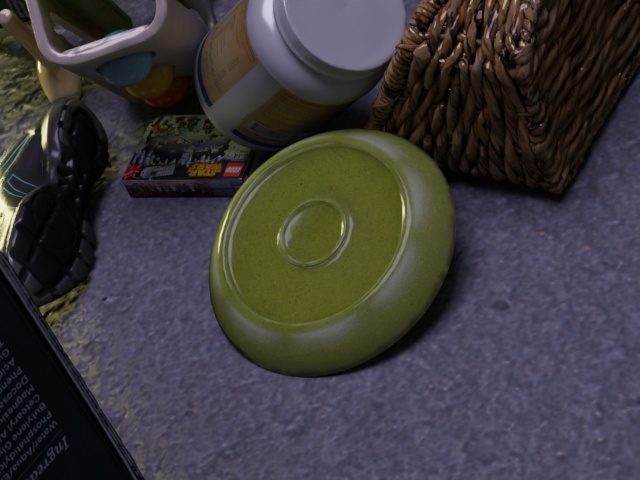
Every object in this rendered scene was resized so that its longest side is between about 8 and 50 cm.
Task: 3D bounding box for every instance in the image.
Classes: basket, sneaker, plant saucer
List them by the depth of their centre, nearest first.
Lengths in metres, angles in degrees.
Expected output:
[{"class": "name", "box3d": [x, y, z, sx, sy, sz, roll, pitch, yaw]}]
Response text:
[{"class": "plant saucer", "box3d": [0.000, 0.000, 1.464, 0.241, 0.037, 0.241, -13, 59, 23]}, {"class": "basket", "box3d": [0.161, -0.220, 1.532, 0.223, 0.213, 0.299, 13, 54, 34]}, {"class": "sneaker", "box3d": [-0.280, -0.024, 1.646, 0.106, 0.101, 0.267, -23, 34, 25]}]

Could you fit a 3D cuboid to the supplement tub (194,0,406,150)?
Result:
[{"class": "supplement tub", "box3d": [-0.020, -0.178, 1.559, 0.144, 0.144, 0.199, -54, 11, -29]}]

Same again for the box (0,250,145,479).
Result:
[{"class": "box", "box3d": [-0.447, 0.095, 1.302, 0.480, 0.472, 0.297, 21, 60, 38]}]

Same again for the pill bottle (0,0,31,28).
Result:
[{"class": "pill bottle", "box3d": [-0.298, -0.298, 1.754, 0.245, 0.130, 0.130, -14, 43, 2]}]

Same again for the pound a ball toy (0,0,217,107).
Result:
[{"class": "pound a ball toy", "box3d": [-0.216, -0.190, 1.668, 0.208, 0.319, 0.136, -18, 84, 6]}]

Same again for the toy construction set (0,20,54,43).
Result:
[{"class": "toy construction set", "box3d": [-0.281, -0.332, 1.885, 0.327, 0.151, 0.215, -15, 58, 10]}]

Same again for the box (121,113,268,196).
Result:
[{"class": "box", "box3d": [-0.119, -0.085, 1.664, 0.137, 0.027, 0.094, 0, 48, 25]}]
